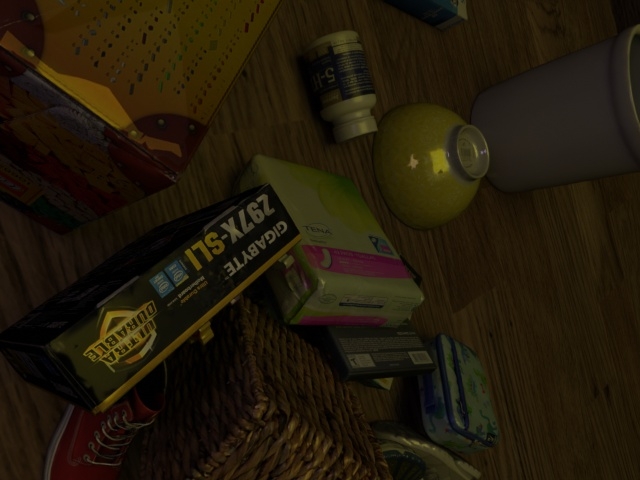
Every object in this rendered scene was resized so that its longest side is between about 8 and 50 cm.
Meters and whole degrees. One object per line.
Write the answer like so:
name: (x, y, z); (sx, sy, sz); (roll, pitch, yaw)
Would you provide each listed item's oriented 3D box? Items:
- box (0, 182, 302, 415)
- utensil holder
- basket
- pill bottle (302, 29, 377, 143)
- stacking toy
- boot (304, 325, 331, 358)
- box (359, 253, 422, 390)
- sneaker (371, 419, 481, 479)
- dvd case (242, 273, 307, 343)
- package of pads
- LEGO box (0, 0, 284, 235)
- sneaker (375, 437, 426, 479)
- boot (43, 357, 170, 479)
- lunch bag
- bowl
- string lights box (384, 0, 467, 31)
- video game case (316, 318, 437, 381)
box: (-0.209, 0.059, 0.579); (0.257, 0.322, 0.079); (-41, 108, -36)
utensil holder: (0.624, -0.295, 1.277); (0.327, 0.385, 0.328); (7, 78, -38)
basket: (-0.081, 0.249, 0.661); (0.223, 0.299, 0.213); (40, 95, -23)
pill bottle: (0.044, -0.286, 0.974); (0.112, 0.112, 0.187); (-22, 97, -39)
stacking toy: (-0.157, 0.064, 0.688); (0.167, 0.221, 0.052); (-42, 111, -37)
boot: (0.017, 0.164, 0.892); (0.084, 0.059, 0.158); (-34, 144, -42)
box: (0.121, 0.154, 0.997); (0.100, 0.060, 0.244); (43, 58, -39)
sneaker: (0.199, 0.447, 1.001); (0.281, 0.105, 0.115); (35, 80, -22)
dvd case: (-0.072, 0.107, 0.880); (0.253, 0.022, 0.180); (-31, 102, -38)
package of pads: (0.000, 0.000, 0.818); (0.229, 0.101, 0.296); (10, 39, -39)
LEGO box: (-0.204, -0.281, 0.601); (0.193, 0.372, 0.500); (38, 62, -30)
sneaker: (0.055, 0.351, 0.874); (0.296, 0.131, 0.112); (26, 103, -32)
boot: (-0.252, 0.242, 0.613); (0.088, 0.176, 0.244); (20, 73, -38)
lunch bag: (0.272, 0.310, 1.046); (0.176, 0.090, 0.219); (34, 39, -30)
bowl: (0.268, -0.174, 1.116); (0.289, 0.156, 0.289); (7, 79, -39)
string lights box: (0.236, -0.604, 1.202); (0.259, 0.076, 0.133); (5, 81, -39)
video game case: (0.059, 0.105, 0.855); (0.196, 0.026, 0.274); (8, 40, -38)
